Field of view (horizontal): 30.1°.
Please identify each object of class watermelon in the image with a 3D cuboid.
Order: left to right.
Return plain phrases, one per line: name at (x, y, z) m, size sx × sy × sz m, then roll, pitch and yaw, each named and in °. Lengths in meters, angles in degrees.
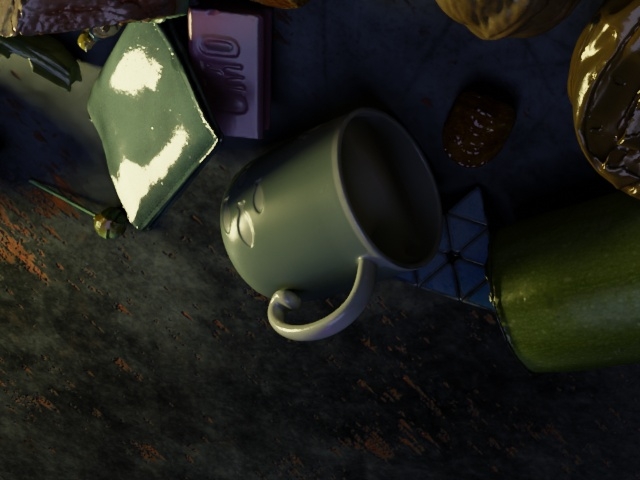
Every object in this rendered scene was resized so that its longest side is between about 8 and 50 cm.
watermelon at (-0.321, -0.372, 1.715) m, size 0.222 × 0.292 × 0.319 m, roll 28°, pitch 95°, yaw -26°

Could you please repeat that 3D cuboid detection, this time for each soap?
soap at (-0.137, -0.259, 1.803) m, size 0.122 × 0.065 × 0.203 m, roll 7°, pitch 119°, yaw 11°

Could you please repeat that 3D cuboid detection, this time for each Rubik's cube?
Rubik's cube at (0.190, 0.055, 1.888) m, size 0.178 × 0.190 × 0.211 m, roll -9°, pitch 130°, yaw -7°

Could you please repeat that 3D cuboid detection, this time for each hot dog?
hot dog at (0.236, -0.169, 1.781) m, size 0.099 × 0.065 × 0.147 m, roll 19°, pitch 147°, yaw 3°

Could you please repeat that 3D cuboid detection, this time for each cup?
cup at (0.000, 0.000, 1.830) m, size 0.275 × 0.356 × 0.259 m, roll -20°, pitch 137°, yaw 37°

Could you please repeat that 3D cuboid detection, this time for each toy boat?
toy boat at (-0.520, -0.328, 1.908) m, size 0.293 × 0.093 × 0.055 m, roll 24°, pitch 117°, yaw -2°

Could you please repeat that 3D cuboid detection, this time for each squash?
squash at (0.461, 0.055, 1.767) m, size 0.384 × 0.263 × 0.263 m, roll -16°, pitch 124°, yaw 33°

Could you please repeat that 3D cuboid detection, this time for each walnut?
walnut at (0.238, -0.360, 1.490) m, size 0.228 × 0.228 × 0.228 m, roll 11°, pitch 135°, yaw 11°

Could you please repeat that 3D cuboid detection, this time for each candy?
candy at (-0.443, -0.065, 2.163) m, size 0.203 × 0.061 × 0.061 m, roll 28°, pitch 136°, yaw 6°

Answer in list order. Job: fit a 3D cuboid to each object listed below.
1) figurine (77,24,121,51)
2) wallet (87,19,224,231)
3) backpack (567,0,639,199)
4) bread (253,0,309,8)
figurine at (-0.354, -0.328, 1.872) m, size 0.083 × 0.050 × 0.047 m, roll -29°, pitch 111°, yaw 38°
wallet at (-0.265, -0.197, 1.834) m, size 0.054 × 0.290 × 0.251 m, roll -3°, pitch 147°, yaw -39°
backpack at (0.484, -0.229, 1.514) m, size 0.353 × 0.201 × 0.378 m, roll 37°, pitch 116°, yaw -15°
bread at (-0.096, -0.377, 1.656) m, size 0.193 × 0.193 × 0.063 m, roll 20°, pitch 93°, yaw 3°
